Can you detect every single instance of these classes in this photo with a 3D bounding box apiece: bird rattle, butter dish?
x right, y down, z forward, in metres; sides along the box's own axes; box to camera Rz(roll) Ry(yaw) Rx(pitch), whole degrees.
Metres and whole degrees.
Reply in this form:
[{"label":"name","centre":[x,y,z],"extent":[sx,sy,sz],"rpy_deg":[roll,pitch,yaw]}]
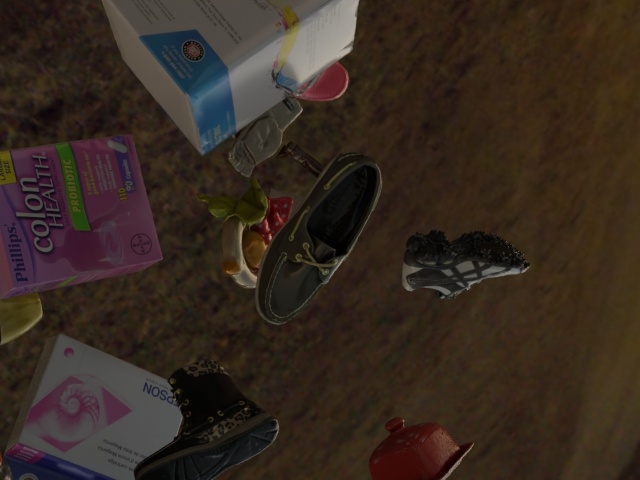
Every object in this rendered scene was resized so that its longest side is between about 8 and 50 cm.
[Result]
[{"label":"bird rattle","centre":[-0.143,-0.008,1.958],"extent":[0.253,0.143,0.206],"rpy_deg":[50,41,-68]},{"label":"butter dish","centre":[0.145,0.346,1.655],"extent":[0.160,0.118,0.160],"rpy_deg":[-28,179,33]}]

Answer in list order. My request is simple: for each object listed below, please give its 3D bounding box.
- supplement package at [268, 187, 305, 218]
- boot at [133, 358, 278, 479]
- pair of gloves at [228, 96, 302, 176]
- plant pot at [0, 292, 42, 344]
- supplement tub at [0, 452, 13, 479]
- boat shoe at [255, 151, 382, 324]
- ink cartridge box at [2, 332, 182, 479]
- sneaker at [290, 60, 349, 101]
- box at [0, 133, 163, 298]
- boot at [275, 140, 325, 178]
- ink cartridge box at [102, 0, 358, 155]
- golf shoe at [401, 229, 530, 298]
[{"label":"supplement package","centre":[-0.041,-0.040,2.247],"extent":[0.105,0.179,0.105],"rpy_deg":[14,97,-38]},{"label":"boot","centre":[-0.207,0.288,1.571],"extent":[0.236,0.178,0.085],"rpy_deg":[-21,133,-27]},{"label":"pair of gloves","centre":[-0.161,-0.266,2.023],"extent":[0.240,0.042,0.204],"rpy_deg":[43,71,-38]},{"label":"plant pot","centre":[-0.633,0.142,2.086],"extent":[0.095,0.134,0.134],"rpy_deg":[-12,141,-28]},{"label":"supplement tub","centre":[-0.525,0.409,1.542],"extent":[0.117,0.117,0.190],"rpy_deg":[-25,124,-43]},{"label":"boat shoe","centre":[-0.004,-0.002,1.571],"extent":[0.305,0.109,0.091],"rpy_deg":[-60,-163,-2]},{"label":"ink cartridge box","centre":[-0.457,0.401,2.059],"extent":[0.071,0.324,0.330],"rpy_deg":[-23,-134,50]},{"label":"sneaker","centre":[-0.061,-0.327,1.829],"extent":[0.314,0.136,0.115],"rpy_deg":[24,96,-35]},{"label":"box","centre":[-0.403,-0.040,1.602],"extent":[0.243,0.213,0.117],"rpy_deg":[-11,174,-29]},{"label":"boot","centre":[-0.039,-0.169,2.231],"extent":[0.037,0.114,0.106],"rpy_deg":[-59,-166,-14]},{"label":"ink cartridge box","centre":[-0.113,-0.292,1.330],"extent":[0.270,0.198,0.197],"rpy_deg":[-36,167,-12]},{"label":"golf shoe","centre":[0.206,0.038,1.461],"extent":[0.198,0.077,0.093],"rpy_deg":[5,124,-19]}]
